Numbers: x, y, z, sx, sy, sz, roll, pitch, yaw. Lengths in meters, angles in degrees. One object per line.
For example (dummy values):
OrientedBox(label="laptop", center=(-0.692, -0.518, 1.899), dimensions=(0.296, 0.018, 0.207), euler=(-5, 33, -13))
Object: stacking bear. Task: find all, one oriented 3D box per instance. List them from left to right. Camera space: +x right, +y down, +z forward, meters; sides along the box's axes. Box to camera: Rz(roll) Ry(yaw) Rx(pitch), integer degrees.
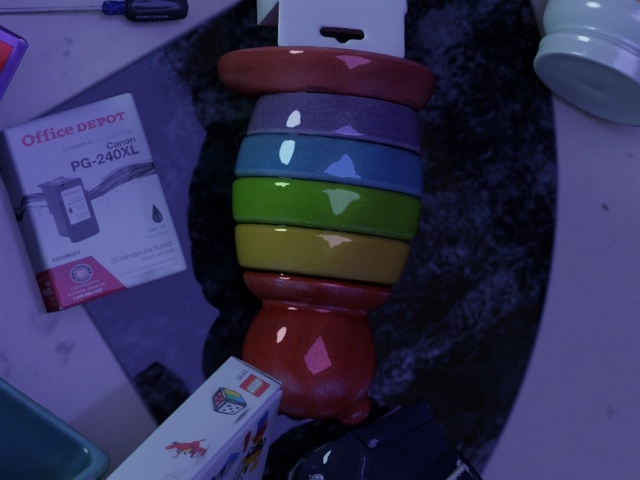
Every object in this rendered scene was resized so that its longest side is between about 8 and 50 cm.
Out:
OrientedBox(label="stacking bear", center=(0.000, 0.000, 1.316), dimensions=(0.175, 0.164, 0.289), euler=(6, 88, -17))

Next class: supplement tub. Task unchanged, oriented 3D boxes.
OrientedBox(label="supplement tub", center=(0.280, -0.214, 1.423), dimensions=(0.144, 0.144, 0.199), euler=(30, 78, -13))

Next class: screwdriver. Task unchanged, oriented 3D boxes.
OrientedBox(label="screwdriver", center=(-0.190, -0.189, 1.336), dimensions=(0.170, 0.025, 0.024), euler=(-3, 86, -18))

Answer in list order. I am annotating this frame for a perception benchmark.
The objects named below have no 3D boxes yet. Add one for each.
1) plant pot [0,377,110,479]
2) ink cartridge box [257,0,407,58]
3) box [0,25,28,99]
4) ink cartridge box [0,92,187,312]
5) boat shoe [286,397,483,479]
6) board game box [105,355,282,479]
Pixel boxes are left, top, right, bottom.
OrientedBox(label="plant pot", center=(-0.338, 0.206, 1.096), dimensions=(0.247, 0.248, 0.252), euler=(35, 105, 5))
OrientedBox(label="ink cartridge box", center=(0.008, -0.238, 1.371), dimensions=(0.115, 0.067, 0.198), euler=(3, 77, -17))
OrientedBox(label="box", center=(-0.370, -0.063, 1.205), dimensions=(0.201, 0.057, 0.293), euler=(27, 93, -19))
OrientedBox(label="ink cartridge box", center=(-0.183, -0.030, 1.303), dimensions=(0.109, 0.063, 0.150), euler=(-18, 91, -18))
OrientedBox(label="boat shoe", center=(-0.011, 0.260, 1.312), dimensions=(0.341, 0.127, 0.158), euler=(-29, 88, -26))
OrientedBox(label="board game box", center=(-0.139, 0.240, 1.166), dimensions=(0.053, 0.193, 0.305), euler=(28, 41, 17))
